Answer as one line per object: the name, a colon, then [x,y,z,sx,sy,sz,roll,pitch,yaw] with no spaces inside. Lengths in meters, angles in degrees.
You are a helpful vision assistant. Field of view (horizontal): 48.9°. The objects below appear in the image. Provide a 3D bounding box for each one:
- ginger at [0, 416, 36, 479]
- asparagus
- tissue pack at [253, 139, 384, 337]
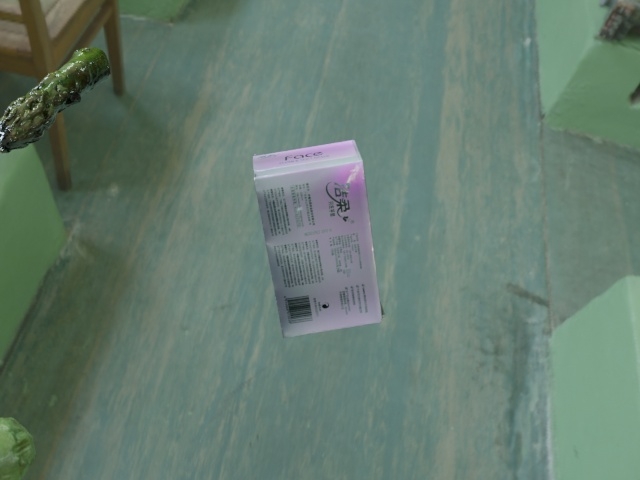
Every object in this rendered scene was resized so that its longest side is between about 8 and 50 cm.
ginger: [-0.427,0.193,0.673,0.289,0.089,0.137,12,22,7]
asparagus: [-0.206,-0.109,0.542,0.030,0.036,0.165,25,37,-7]
tissue pack: [0.000,0.000,0.964,0.148,0.247,0.092,-8,26,0]
